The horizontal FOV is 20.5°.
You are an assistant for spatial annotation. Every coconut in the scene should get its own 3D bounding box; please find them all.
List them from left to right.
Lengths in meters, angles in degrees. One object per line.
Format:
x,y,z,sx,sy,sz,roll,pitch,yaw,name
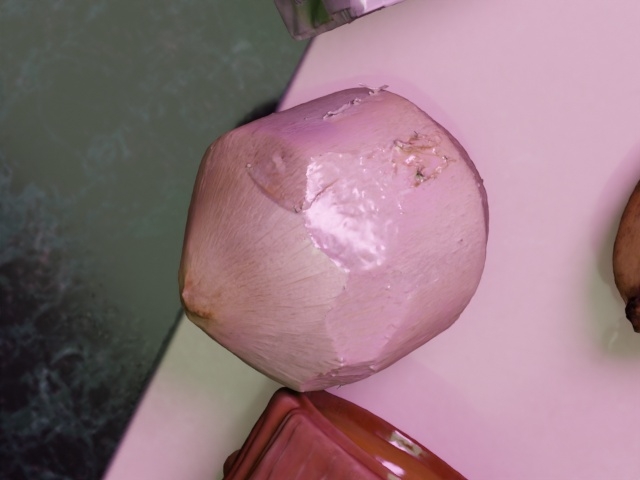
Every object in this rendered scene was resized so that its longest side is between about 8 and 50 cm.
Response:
0.000,0.000,0.998,0.183,0.171,0.171,-25,99,-38,coconut

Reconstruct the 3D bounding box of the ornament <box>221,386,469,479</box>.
-0.008,0.215,1.039,0.235,0.221,0.218,29,96,-43,ornament

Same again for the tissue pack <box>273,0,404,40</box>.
0.010,-0.244,1.005,0.159,0.145,0.229,-26,98,-26,tissue pack

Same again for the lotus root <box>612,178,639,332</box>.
0.265,-0.043,1.031,0.110,0.097,0.258,41,91,-10,lotus root
